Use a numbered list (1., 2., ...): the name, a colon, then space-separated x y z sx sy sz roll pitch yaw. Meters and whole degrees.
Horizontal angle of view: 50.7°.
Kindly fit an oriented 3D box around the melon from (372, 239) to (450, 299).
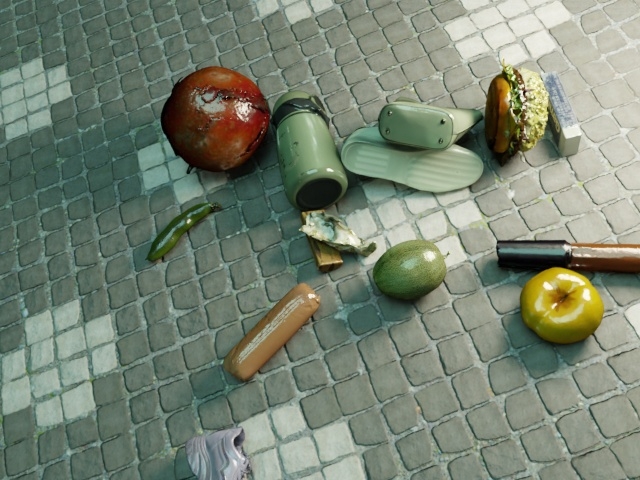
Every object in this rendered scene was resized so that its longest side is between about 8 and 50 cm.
1. melon: 0.220 0.067 1.605 0.192 0.139 0.139 -22 60 5

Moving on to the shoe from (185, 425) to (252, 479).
1. shoe: -0.209 0.530 1.493 0.138 0.095 0.245 -26 53 3

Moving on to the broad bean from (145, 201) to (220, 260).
1. broad bean: -0.389 -0.034 1.866 0.254 0.046 0.065 -42 74 -11

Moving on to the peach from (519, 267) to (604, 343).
1. peach: 0.534 0.147 1.506 0.179 0.103 0.179 -5 58 8

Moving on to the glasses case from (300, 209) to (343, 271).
1. glasses case: 0.000 0.000 1.749 0.065 0.041 0.169 -8 58 -19

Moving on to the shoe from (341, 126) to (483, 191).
1. shoe: 0.241 -0.230 1.781 0.363 0.131 0.160 8 34 4

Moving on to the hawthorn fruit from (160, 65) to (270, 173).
1. hawthorn fruit: -0.296 -0.341 1.872 0.316 0.316 0.315 -6 61 11

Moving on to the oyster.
1. oyster: 0.037 -0.007 1.716 0.200 0.061 0.106 39 66 20

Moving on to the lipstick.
1. lipstick: 0.620 0.038 1.557 0.419 0.077 0.077 2 63 13

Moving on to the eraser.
1. eraser: 0.616 -0.328 1.745 0.046 0.092 0.212 -13 62 6

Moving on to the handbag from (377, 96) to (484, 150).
1. handbag: 0.286 -0.329 1.736 0.241 0.109 0.315 16 30 19

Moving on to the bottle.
1. bottle: -0.041 -0.257 1.831 0.169 0.168 0.346 -18 57 5

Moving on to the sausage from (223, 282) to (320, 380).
1. sausage: -0.116 0.221 1.638 0.289 0.086 0.086 -44 61 -12

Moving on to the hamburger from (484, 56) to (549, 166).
1. hamburger: 0.491 -0.315 1.689 0.139 0.243 0.261 2 71 4
